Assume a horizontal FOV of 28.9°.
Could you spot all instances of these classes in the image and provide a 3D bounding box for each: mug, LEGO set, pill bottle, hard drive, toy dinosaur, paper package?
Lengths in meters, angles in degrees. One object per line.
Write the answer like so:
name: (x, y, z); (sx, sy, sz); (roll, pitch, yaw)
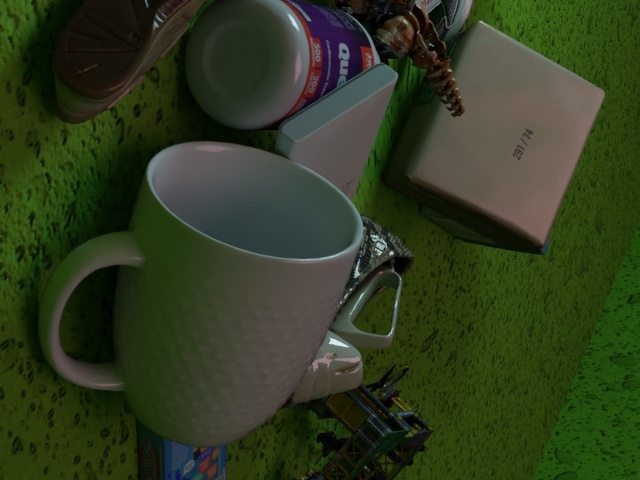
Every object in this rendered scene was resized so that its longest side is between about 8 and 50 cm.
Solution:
mug: (-0.166, 0.084, 1.539); (0.374, 0.276, 0.328); (0, 124, -33)
LEGO set: (0.038, 0.338, 2.175); (0.255, 0.192, 0.331); (-55, 156, 19)
pill bottle: (-0.036, -0.243, 1.738); (0.323, 0.181, 0.181); (-9, 107, -62)
hard drive: (-0.003, -0.098, 1.763); (0.203, 0.040, 0.307); (-35, 159, -31)
toy dinosaur: (0.093, -0.313, 1.914); (0.164, 0.218, 0.322); (-19, 75, -44)
paper package: (0.314, -0.187, 2.280); (0.309, 0.168, 0.325); (26, 82, -18)

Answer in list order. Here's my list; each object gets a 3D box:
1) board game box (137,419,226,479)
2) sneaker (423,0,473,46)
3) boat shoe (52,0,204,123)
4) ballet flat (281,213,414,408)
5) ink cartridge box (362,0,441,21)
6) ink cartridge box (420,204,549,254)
board game box: (-0.195, 0.288, 1.771); (0.160, 0.047, 0.210); (-29, 125, -57)
sneaker: (0.203, -0.495, 2.221); (0.112, 0.121, 0.299); (-3, 101, -37)
boat shoe: (-0.214, -0.279, 1.472); (0.341, 0.121, 0.110); (-56, -176, -31)
ballet flat: (0.024, 0.134, 1.980); (0.483, 0.182, 0.164); (-51, 165, -44)
ink cartridge box: (0.111, -0.452, 2.016); (0.154, 0.093, 0.212); (-42, 136, -26)
ink cartridge box: (0.358, -0.103, 2.555); (0.270, 0.197, 0.198); (25, 77, -62)
